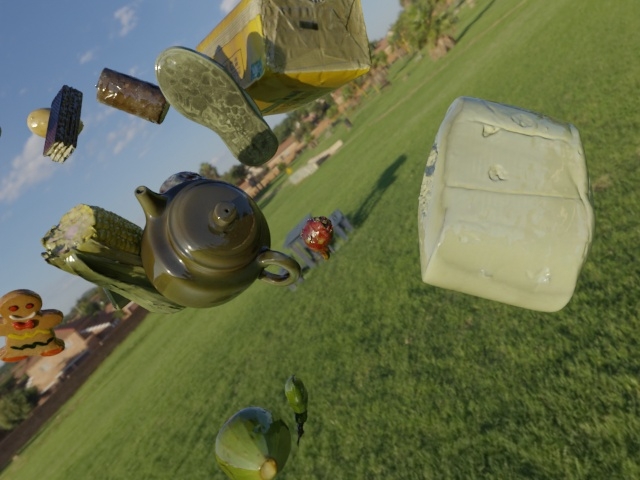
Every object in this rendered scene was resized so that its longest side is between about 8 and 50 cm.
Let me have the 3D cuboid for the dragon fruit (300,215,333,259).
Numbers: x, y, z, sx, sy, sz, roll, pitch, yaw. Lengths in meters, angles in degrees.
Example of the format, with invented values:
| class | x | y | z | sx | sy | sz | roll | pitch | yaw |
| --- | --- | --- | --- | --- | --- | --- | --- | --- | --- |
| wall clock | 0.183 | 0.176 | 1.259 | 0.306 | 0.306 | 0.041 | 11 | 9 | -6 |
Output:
| class | x | y | z | sx | sy | sz | roll | pitch | yaw |
| --- | --- | --- | --- | --- | --- | --- | --- | --- | --- |
| dragon fruit | 0.000 | 0.000 | 2.103 | 0.125 | 0.246 | 0.125 | 19 | 62 | 30 |

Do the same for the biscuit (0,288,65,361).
| class | x | y | z | sx | sy | sz | roll | pitch | yaw |
| --- | --- | --- | --- | --- | --- | --- | --- | --- | --- |
| biscuit | -0.695 | 0.208 | 1.268 | 0.165 | 0.036 | 0.250 | -7 | -43 | -27 |

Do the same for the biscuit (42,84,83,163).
| class | x | y | z | sx | sy | sz | roll | pitch | yaw |
| --- | --- | --- | --- | --- | --- | --- | --- | --- | --- |
| biscuit | -0.829 | -0.373 | 1.736 | 0.106 | 0.070 | 0.252 | -29 | 56 | 38 |

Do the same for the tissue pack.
| class | x | y | z | sx | sy | sz | roll | pitch | yaw |
| --- | --- | --- | --- | --- | --- | --- | --- | --- | --- |
| tissue pack | -0.106 | -0.453 | 1.336 | 0.293 | 0.228 | 0.382 | -14 | 5 | -32 |

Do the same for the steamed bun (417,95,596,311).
| class | x | y | z | sx | sy | sz | roll | pitch | yaw |
| --- | --- | --- | --- | --- | --- | --- | --- | --- | --- |
| steamed bun | 0.412 | -0.076 | 1.242 | 0.290 | 0.371 | 0.456 | 105 | 179 | -72 |

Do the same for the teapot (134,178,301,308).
| class | x | y | z | sx | sy | sz | roll | pitch | yaw |
| --- | --- | --- | --- | --- | --- | --- | --- | --- | --- |
| teapot | -0.148 | -0.001 | 0.789 | 0.175 | 0.267 | 0.186 | -40 | 28 | 58 |

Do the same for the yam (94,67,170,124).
| class | x | y | z | sx | sy | sz | roll | pitch | yaw |
| --- | --- | --- | --- | --- | --- | --- | --- | --- | --- |
| yam | -0.374 | -0.289 | 1.080 | 0.079 | 0.141 | 0.079 | -161 | 90 | -78 |

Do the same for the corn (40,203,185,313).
| class | x | y | z | sx | sy | sz | roll | pitch | yaw |
| --- | --- | --- | --- | --- | --- | --- | --- | --- | --- |
| corn | -0.312 | 0.041 | 0.874 | 0.122 | 0.123 | 0.305 | -19 | -27 | 15 |

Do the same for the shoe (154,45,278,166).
| class | x | y | z | sx | sy | sz | roll | pitch | yaw |
| --- | --- | --- | --- | --- | --- | --- | --- | --- | --- |
| shoe | -0.211 | -0.293 | 1.105 | 0.124 | 0.316 | 0.159 | -33 | 44 | 10 |

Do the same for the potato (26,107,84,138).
| class | x | y | z | sx | sy | sz | roll | pitch | yaw |
| --- | --- | --- | --- | --- | --- | --- | --- | --- | --- |
| potato | -0.924 | -0.407 | 1.880 | 0.118 | 0.178 | 0.109 | 123 | 144 | -52 |

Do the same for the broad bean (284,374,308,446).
| class | x | y | z | sx | sy | sz | roll | pitch | yaw |
| --- | --- | --- | --- | --- | --- | --- | --- | --- | --- |
| broad bean | -0.058 | 0.448 | 1.452 | 0.056 | 0.318 | 0.098 | -6 | 43 | -1 |

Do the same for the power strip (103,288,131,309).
| class | x | y | z | sx | sy | sz | roll | pitch | yaw |
| --- | --- | --- | --- | --- | --- | --- | --- | --- | --- |
| power strip | -0.558 | 0.107 | 1.459 | 0.028 | 0.169 | 0.076 | 16 | 43 | 36 |

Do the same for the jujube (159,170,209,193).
| class | x | y | z | sx | sy | sz | roll | pitch | yaw |
| --- | --- | --- | --- | --- | --- | --- | --- | --- | --- |
| jujube | -0.305 | -0.041 | 1.437 | 0.226 | 0.317 | 0.226 | -17 | 56 | 27 |

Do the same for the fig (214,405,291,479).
| class | x | y | z | sx | sy | sz | roll | pitch | yaw |
| --- | --- | --- | --- | --- | --- | --- | --- | --- | --- |
| fig | -0.182 | 0.550 | 1.435 | 0.207 | 0.207 | 0.230 | -40 | -6 | 2 |
